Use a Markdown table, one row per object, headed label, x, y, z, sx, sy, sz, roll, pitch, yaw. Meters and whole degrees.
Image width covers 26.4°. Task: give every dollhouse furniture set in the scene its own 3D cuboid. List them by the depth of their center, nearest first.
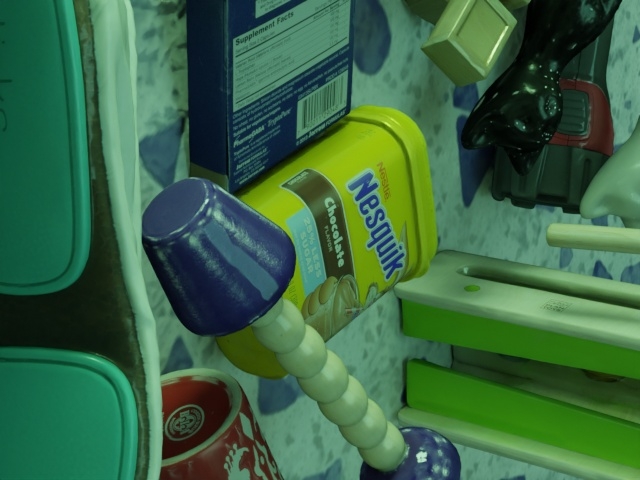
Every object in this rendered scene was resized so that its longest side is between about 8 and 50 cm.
| label | x | y | z | sx | sy | sz | roll | pitch | yaw |
| --- | --- | --- | --- | --- | --- | --- | --- | --- | --- |
| dollhouse furniture set | 0.068 | -0.221 | 0.954 | 0.161 | 0.101 | 0.182 | 42 | 62 | -23 |

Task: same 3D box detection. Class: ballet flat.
| label | x | y | z | sx | sy | sz | roll | pitch | yaw |
| --- | --- | --- | --- | --- | --- | --- | --- | --- | --- |
| ballet flat | -0.134 | 0.034 | 0.685 | 0.139 | 0.139 | 0.400 | -12 | 108 | -53 |

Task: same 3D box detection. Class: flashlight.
| label | x | y | z | sx | sy | sz | roll | pitch | yaw |
| --- | --- | --- | --- | --- | --- | --- | --- | --- | --- |
| flashlight | 0.213 | -0.177 | 1.144 | 0.103 | 0.103 | 0.304 | 14 | 83 | -48 |

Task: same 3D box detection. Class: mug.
| label | x | y | z | sx | sy | sz | roll | pitch | yaw |
| --- | --- | --- | --- | --- | --- | --- | --- | --- | --- |
| mug | -0.053 | 0.175 | 0.812 | 0.113 | 0.150 | 0.169 | -33 | 122 | -27 |

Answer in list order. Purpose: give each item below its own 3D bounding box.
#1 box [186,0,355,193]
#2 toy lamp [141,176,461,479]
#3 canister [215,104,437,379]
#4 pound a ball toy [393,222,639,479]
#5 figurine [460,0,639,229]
| label | x | y | z | sx | sy | sz | roll | pitch | yaw |
| --- | --- | --- | --- | --- | --- | --- | --- | --- | --- |
| box | -0.026 | -0.154 | 0.817 | 0.136 | 0.036 | 0.225 | -37 | 141 | -44 |
| toy lamp | -0.010 | 0.070 | 0.796 | 0.274 | 0.080 | 0.080 | 52 | 56 | -35 |
| canister | 0.000 | 0.000 | 0.900 | 0.170 | 0.073 | 0.126 | -37 | 128 | -43 |
| pound a ball toy | 0.217 | 0.058 | 1.007 | 0.136 | 0.319 | 0.208 | -26 | 119 | -50 |
| figurine | 0.225 | -0.122 | 1.050 | 0.215 | 0.092 | 0.209 | 28 | 87 | -29 |
